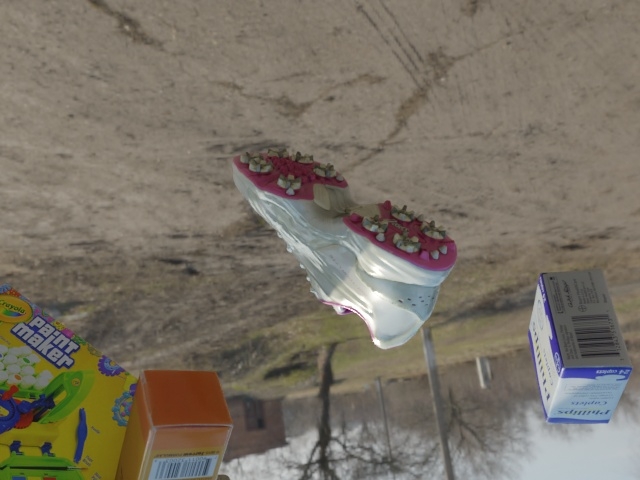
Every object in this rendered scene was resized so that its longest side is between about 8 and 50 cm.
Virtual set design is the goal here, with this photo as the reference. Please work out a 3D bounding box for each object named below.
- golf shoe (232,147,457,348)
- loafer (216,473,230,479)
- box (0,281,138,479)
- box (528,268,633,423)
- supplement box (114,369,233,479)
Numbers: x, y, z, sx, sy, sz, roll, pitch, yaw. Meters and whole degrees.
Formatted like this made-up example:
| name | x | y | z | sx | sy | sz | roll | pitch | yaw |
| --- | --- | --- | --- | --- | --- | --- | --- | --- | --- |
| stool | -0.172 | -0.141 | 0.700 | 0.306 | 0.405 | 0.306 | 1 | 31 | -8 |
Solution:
| name | x | y | z | sx | sy | sz | roll | pitch | yaw |
| --- | --- | --- | --- | --- | --- | --- | --- | --- | --- |
| golf shoe | 0.000 | 0.000 | 0.734 | 0.115 | 0.140 | 0.306 | -14 | -144 | -39 |
| loafer | -0.213 | 0.452 | 1.200 | 0.125 | 0.039 | 0.045 | -22 | -148 | -8 |
| box | -0.349 | 0.253 | 0.781 | 0.289 | 0.279 | 0.177 | 30 | 146 | 20 |
| box | 0.287 | 0.122 | 0.774 | 0.072 | 0.126 | 0.137 | -4 | 140 | 7 |
| supplement box | -0.152 | 0.237 | 0.656 | 0.080 | 0.078 | 0.234 | 7 | 118 | -27 |
